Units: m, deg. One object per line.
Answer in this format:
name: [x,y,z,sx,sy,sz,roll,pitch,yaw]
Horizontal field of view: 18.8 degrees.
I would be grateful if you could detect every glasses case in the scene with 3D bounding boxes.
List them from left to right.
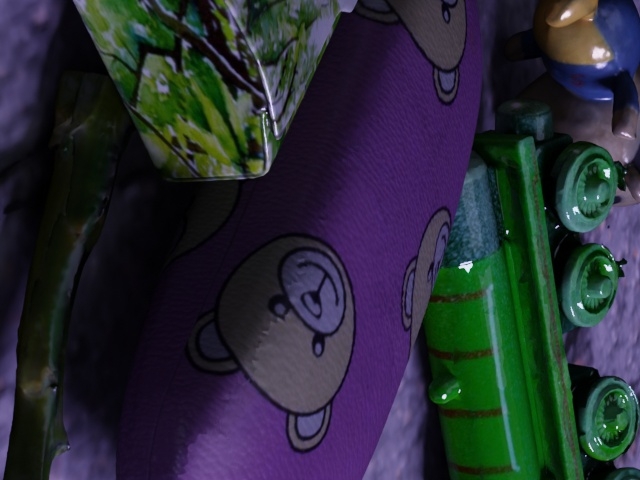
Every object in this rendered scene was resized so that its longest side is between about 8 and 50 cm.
glasses case: [-0.005,-0.147,0.723,0.095,0.062,0.272,65,35,-38]
glasses case: [0.000,0.000,0.746,0.123,0.076,0.316,67,35,-47]

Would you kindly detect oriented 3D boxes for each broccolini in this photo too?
broccolini: [-0.085,0.068,0.638,0.057,0.071,0.254,17,76,-21]

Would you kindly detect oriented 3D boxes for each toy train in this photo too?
toy train: [0.092,0.062,0.921,0.119,0.085,0.251,-25,110,-40]

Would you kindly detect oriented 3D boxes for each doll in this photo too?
doll: [0.129,-0.072,0.958,0.089,0.102,0.179,-40,134,-1]
